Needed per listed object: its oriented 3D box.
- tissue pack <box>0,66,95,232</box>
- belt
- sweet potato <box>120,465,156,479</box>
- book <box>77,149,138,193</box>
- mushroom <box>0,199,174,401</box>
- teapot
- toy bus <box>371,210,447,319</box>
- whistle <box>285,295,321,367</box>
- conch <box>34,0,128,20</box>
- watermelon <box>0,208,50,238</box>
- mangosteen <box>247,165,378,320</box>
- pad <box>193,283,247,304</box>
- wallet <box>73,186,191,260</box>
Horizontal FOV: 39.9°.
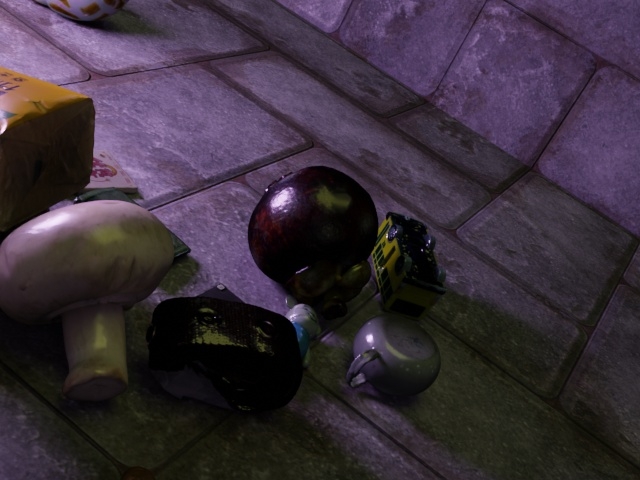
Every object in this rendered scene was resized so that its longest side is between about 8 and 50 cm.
[{"bbox_3d":[-0.671,-0.205,1.689,0.382,0.228,0.293,21,29,16],"label":"tissue pack"},{"bbox_3d":[-0.175,0.196,1.600,0.289,0.184,0.164,17,39,-24],"label":"belt"},{"bbox_3d":[-0.271,0.405,1.299,0.068,0.068,0.226,18,30,-19],"label":"sweet potato"},{"bbox_3d":[-0.555,-0.161,2.026,0.232,0.022,0.162,-4,42,-45],"label":"book"},{"bbox_3d":[-0.415,0.062,1.506,0.315,0.315,0.356,25,35,-7],"label":"mushroom"},{"bbox_3d":[0.158,0.250,1.881,0.294,0.129,0.193,-10,46,-47],"label":"teapot"},{"bbox_3d":[0.211,0.061,2.213,0.128,0.150,0.262,18,35,-21],"label":"toy bus"},{"bbox_3d":[-0.051,0.202,1.823,0.114,0.077,0.236,49,27,-14],"label":"whistle"},{"bbox_3d":[-0.767,-0.780,2.689,0.368,0.197,0.249,27,-9,6],"label":"conch"},{"bbox_3d":[-0.594,-0.044,1.754,0.139,0.071,0.187,45,32,21],"label":"watermelon"},{"bbox_3d":[-0.008,-0.011,1.986,0.330,0.330,0.330,22,29,-13],"label":"mangosteen"},{"bbox_3d":[-0.171,0.163,1.855,0.193,0.004,0.116,38,30,16],"label":"pad"},{"bbox_3d":[-0.406,-0.025,1.904,0.236,0.055,0.160,40,26,8],"label":"wallet"}]
